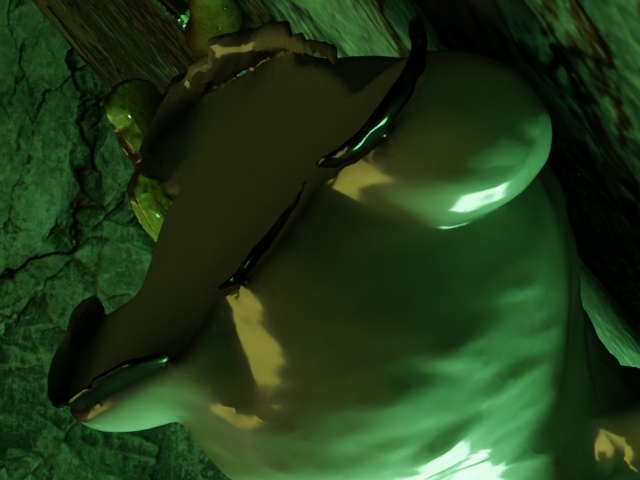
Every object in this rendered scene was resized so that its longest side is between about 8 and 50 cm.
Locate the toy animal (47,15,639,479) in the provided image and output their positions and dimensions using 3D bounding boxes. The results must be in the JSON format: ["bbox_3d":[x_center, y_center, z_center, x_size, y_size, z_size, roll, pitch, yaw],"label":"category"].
[{"bbox_3d":[0.078,0.064,0.695,0.357,0.194,0.258,35,157,-26],"label":"toy animal"}]

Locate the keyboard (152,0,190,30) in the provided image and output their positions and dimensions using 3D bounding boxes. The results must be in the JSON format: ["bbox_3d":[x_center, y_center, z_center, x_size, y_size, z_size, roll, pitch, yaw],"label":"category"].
[{"bbox_3d":[-0.133,-0.201,1.303,0.129,0.015,0.049,45,173,38],"label":"keyboard"}]

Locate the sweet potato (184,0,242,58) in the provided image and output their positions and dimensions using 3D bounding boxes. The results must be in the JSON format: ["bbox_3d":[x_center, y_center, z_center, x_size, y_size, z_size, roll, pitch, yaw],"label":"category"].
[{"bbox_3d":[-0.073,-0.143,1.072,0.044,0.044,0.179,49,175,6],"label":"sweet potato"}]

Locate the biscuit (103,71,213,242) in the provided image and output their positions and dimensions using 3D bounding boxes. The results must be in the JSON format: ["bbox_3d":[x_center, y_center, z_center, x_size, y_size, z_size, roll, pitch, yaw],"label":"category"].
[{"bbox_3d":[-0.103,-0.035,1.453,0.290,0.041,0.208,48,-146,-30],"label":"biscuit"}]
